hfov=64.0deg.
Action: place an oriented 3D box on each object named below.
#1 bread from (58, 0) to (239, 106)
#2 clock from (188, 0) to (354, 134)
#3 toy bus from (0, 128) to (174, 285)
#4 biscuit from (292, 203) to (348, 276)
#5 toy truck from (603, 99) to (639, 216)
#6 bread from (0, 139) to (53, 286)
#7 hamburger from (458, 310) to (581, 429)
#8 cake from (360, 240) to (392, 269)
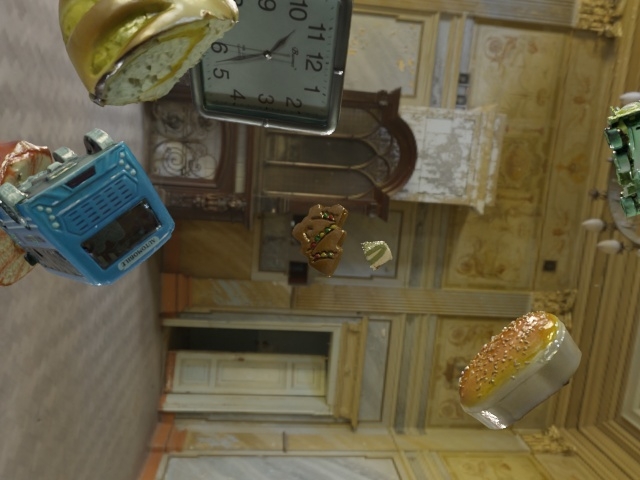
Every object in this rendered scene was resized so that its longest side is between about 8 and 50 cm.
[{"bbox_3d":[-0.111,-0.149,0.336,0.083,0.094,0.157,-41,-179,24],"label":"bread"},{"bbox_3d":[-0.093,-0.317,0.872,0.273,0.279,0.049,97,1,-47],"label":"clock"},{"bbox_3d":[-0.267,-0.027,0.556,0.246,0.113,0.134,0,-52,51],"label":"toy bus"},{"bbox_3d":[0.000,0.000,0.612,0.016,0.082,0.092,22,54,-50],"label":"biscuit"},{"bbox_3d":[0.656,-0.176,1.039,0.259,0.129,0.135,57,27,-30],"label":"toy truck"},{"bbox_3d":[-0.695,-0.057,1.134,0.295,0.114,0.327,-76,-175,-48],"label":"bread"},{"bbox_3d":[0.437,0.290,1.156,0.295,0.151,0.227,-43,171,16],"label":"hamburger"},{"bbox_3d":[0.111,0.032,1.147,0.051,0.055,0.140,56,-11,-6],"label":"cake"}]
